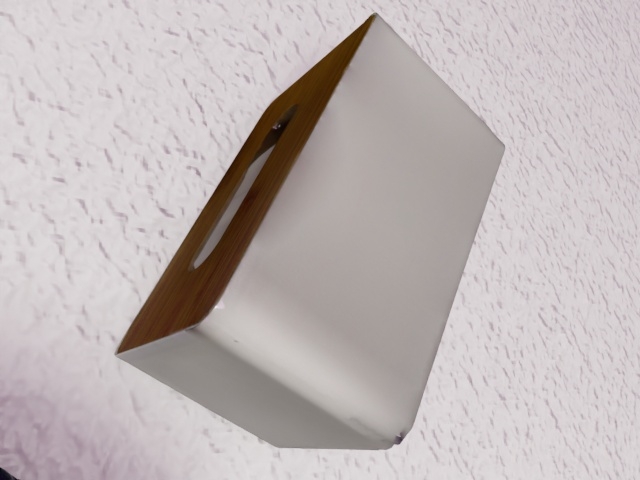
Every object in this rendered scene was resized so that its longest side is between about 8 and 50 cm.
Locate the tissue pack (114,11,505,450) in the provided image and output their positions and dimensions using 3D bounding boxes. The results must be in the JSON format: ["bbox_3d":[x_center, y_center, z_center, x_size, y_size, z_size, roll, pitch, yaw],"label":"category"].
[{"bbox_3d":[0.001,0.000,0.439,0.136,0.159,0.246,37,57,-20],"label":"tissue pack"}]

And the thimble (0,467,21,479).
[{"bbox_3d":[-0.152,0.165,0.256,0.237,0.237,0.150,42,61,-15],"label":"thimble"}]
